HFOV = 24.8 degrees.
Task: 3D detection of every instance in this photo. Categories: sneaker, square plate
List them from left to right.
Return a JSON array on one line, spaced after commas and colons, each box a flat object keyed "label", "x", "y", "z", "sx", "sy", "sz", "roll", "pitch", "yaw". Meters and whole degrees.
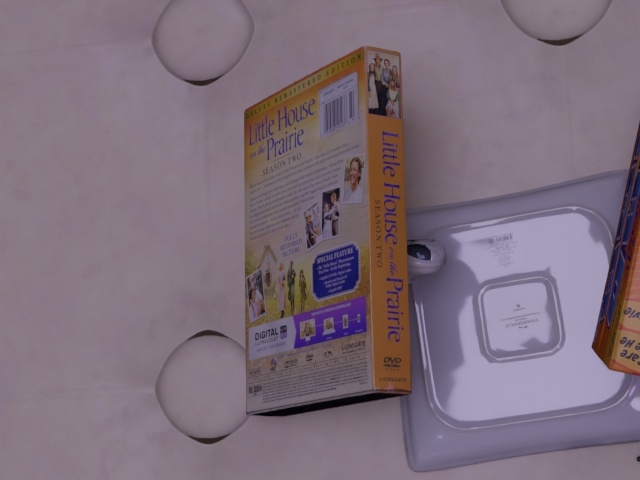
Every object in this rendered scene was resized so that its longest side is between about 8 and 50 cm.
[{"label": "sneaker", "x": 0.075, "y": 0.076, "z": 1.844, "sx": 0.235, "sy": 0.094, "sz": 0.153, "roll": -3, "pitch": 90, "yaw": 48}, {"label": "square plate", "x": 0.252, "y": 0.101, "z": 1.847, "sx": 0.347, "sy": 0.049, "sz": 0.344, "roll": -10, "pitch": 78, "yaw": 14}]

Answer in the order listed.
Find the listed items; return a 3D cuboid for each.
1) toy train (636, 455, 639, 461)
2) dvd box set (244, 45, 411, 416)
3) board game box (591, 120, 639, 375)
[{"label": "toy train", "x": 0.465, "y": 0.257, "z": 1.771, "sx": 0.158, "sy": 0.027, "sz": 0.036, "roll": -14, "pitch": 88, "yaw": 13}, {"label": "dvd box set", "x": 0.000, "y": 0.000, "z": 1.829, "sx": 0.308, "sy": 0.062, "sz": 0.420, "roll": -21, "pitch": 67, "yaw": 55}, {"label": "board game box", "x": 0.513, "y": -0.006, "z": 1.583, "sx": 0.356, "sy": 0.356, "sz": 0.356, "roll": 12, "pitch": 91, "yaw": 8}]
